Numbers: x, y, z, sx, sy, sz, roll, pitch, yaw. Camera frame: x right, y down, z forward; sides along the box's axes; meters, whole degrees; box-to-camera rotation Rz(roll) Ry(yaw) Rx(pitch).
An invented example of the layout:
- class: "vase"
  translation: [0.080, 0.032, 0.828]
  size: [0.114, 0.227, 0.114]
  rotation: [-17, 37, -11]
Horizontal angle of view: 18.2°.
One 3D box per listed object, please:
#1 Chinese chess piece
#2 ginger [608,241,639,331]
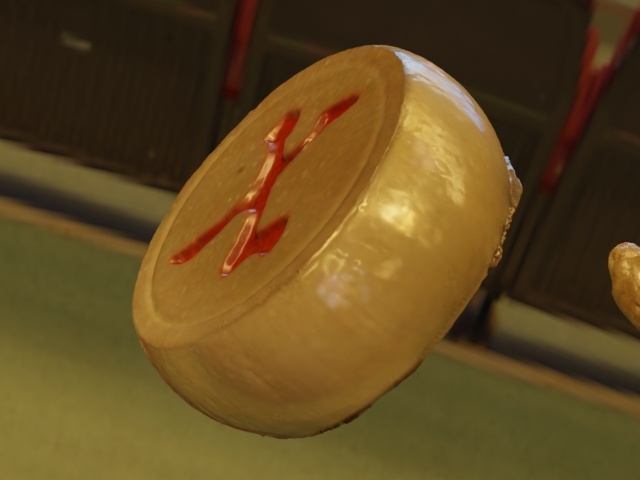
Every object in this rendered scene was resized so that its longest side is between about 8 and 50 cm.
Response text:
- class: "Chinese chess piece"
  translation: [0.000, 0.000, 1.611]
  size: [0.140, 0.338, 0.338]
  rotation: [42, 33, -23]
- class: "ginger"
  translation: [0.306, 0.085, 1.556]
  size: [0.115, 0.081, 0.205]
  rotation: [-7, 68, -34]
